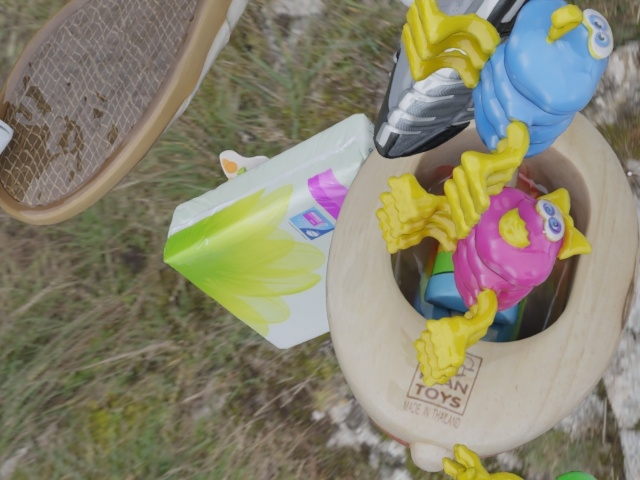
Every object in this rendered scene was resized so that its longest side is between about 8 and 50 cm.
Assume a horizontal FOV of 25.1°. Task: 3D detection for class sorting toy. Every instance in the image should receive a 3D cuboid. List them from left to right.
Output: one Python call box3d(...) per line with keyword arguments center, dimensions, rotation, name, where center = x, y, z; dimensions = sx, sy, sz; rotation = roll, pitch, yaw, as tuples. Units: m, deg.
box3d(center=(-0.074, -0.091, 1.825), dimensions=(0.075, 0.083, 0.045), rotation=(-17, 68, 47), name="sorting toy")

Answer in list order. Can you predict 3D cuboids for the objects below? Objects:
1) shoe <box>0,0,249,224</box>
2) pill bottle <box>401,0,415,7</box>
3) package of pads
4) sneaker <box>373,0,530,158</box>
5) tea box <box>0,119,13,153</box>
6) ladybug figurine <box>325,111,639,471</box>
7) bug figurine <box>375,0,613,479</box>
box3d(center=(-0.068, -0.097, 0.638), dimensions=(0.076, 0.058, 0.219), rotation=(30, 83, 20), name="shoe")
box3d(center=(0.110, -0.388, 1.606), dimensions=(0.181, 0.181, 0.323), rotation=(-39, 90, 11), name="pill bottle")
box3d(center=(0.000, 0.000, 1.686), dimensions=(0.296, 0.229, 0.101), rotation=(-24, 43, 29), name="package of pads")
box3d(center=(0.093, -0.175, 1.117), dimensions=(0.228, 0.086, 0.132), rotation=(-51, 58, 41), name="sneaker")
box3d(center=(-0.365, -0.014, 0.541), dimensions=(0.220, 0.323, 0.329), rotation=(31, 85, 41), name="tea box")
box3d(center=(0.158, 0.042, 1.460), dimensions=(0.305, 0.162, 0.449), rotation=(19, 57, 7), name="ladybug figurine")
box3d(center=(0.092, 0.047, 0.543), dimensions=(0.072, 0.216, 0.279), rotation=(-12, 77, -11), name="bug figurine")
